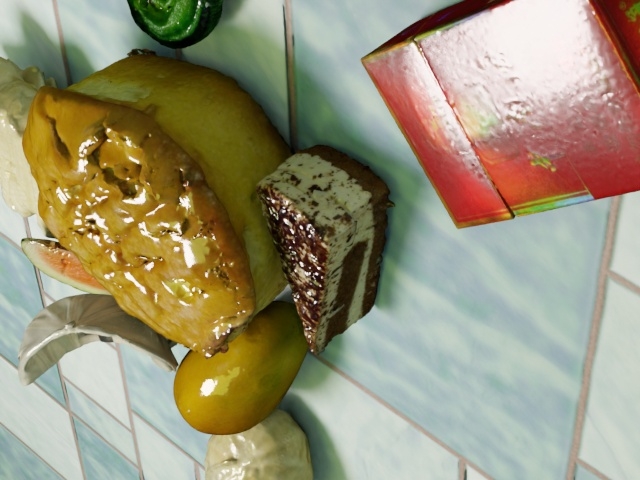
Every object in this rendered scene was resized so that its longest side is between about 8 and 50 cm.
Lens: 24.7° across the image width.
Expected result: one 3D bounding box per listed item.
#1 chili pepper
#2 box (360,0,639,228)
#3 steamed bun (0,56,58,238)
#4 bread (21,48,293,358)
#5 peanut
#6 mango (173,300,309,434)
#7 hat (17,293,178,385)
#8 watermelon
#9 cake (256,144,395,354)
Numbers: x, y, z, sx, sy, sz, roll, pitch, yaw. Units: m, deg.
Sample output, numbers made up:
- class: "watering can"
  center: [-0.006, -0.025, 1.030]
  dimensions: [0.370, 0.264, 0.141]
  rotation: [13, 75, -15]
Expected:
- class: "chili pepper"
  center: [-0.150, -0.286, 1.626]
  dimensions: [0.122, 0.065, 0.279]
  rotation: [52, 154, -6]
- class: "box"
  center: [0.191, -0.130, 1.303]
  dimensions: [0.197, 0.089, 0.313]
  rotation: [58, 150, -11]
- class: "steamed bun"
  center: [-0.399, -0.148, 2.045]
  dimensions: [0.292, 0.137, 0.295]
  rotation: [58, 157, -17]
- class: "bread"
  center: [-0.183, -0.043, 1.779]
  dimensions: [0.398, 0.215, 0.398]
  rotation: [34, 147, 26]
- class: "peanut"
  center: [-0.085, 0.374, 2.136]
  dimensions: [0.340, 0.158, 0.174]
  rotation: [84, 176, -47]
- class: "mango"
  center: [-0.108, 0.172, 1.933]
  dimensions: [0.139, 0.175, 0.254]
  rotation: [39, 149, 1]
- class: "hat"
  center: [-0.298, 0.105, 1.988]
  dimensions: [0.219, 0.226, 0.164]
  rotation: [-6, 126, 5]
- class: "watermelon"
  center: [-0.316, 0.039, 2.101]
  dimensions: [0.245, 0.063, 0.119]
  rotation: [22, 163, -15]
- class: "cake"
  center: [-0.004, 0.003, 1.688]
  dimensions: [0.135, 0.112, 0.246]
  rotation: [42, 152, 23]
